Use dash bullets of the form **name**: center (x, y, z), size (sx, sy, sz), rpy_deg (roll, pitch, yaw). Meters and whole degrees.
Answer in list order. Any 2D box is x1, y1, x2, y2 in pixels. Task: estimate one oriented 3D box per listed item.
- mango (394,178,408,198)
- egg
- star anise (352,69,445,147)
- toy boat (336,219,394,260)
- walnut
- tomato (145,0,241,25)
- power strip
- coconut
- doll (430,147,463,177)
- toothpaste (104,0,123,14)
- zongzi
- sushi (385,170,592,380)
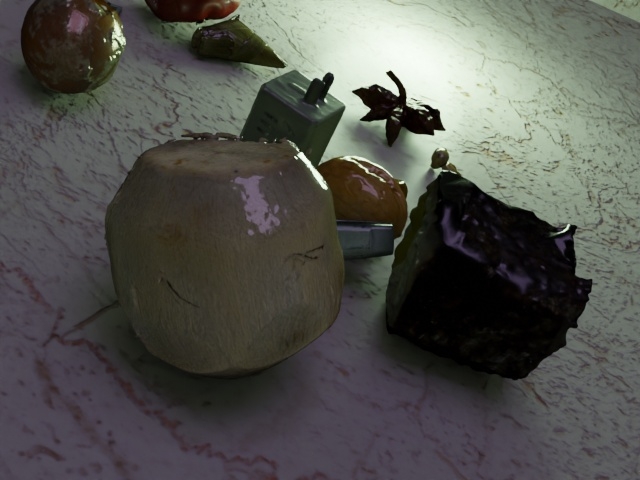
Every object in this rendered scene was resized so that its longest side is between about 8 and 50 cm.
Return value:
- **mango**: center (0.139, -0.087, 2.034), size (0.063, 0.077, 0.127), rpy_deg (39, 30, 11)
- **egg**: center (-0.465, -0.373, 1.904), size (0.195, 0.195, 0.233), rpy_deg (19, 34, -12)
- **star anise**: center (0.187, -0.292, 2.314), size (0.212, 0.111, 0.196), rpy_deg (16, 43, -28)
- **toy boat**: center (0.000, 0.000, 1.798), size (0.261, 0.078, 0.085), rpy_deg (-1, 1, -3)
- **walnut**: center (0.070, -0.072, 1.906), size (0.207, 0.159, 0.159), rpy_deg (37, 36, 10)
- **tomato**: center (-0.286, -0.527, 2.266), size (0.228, 0.101, 0.228), rpy_deg (3, 17, -1)
- **power strip**: center (-0.049, -0.243, 1.979), size (0.140, 0.224, 0.139), rpy_deg (36, 36, 14)
- **coconut**: center (-0.137, 0.035, 1.491), size (0.346, 0.360, 0.346), rpy_deg (-2, 21, 1)
- **doll**: center (0.285, -0.164, 2.251), size (0.093, 0.051, 0.061), rpy_deg (34, 29, 8)
- **toothpaste**: center (-0.471, -0.459, 2.146), size (0.067, 0.037, 0.255), rpy_deg (19, 32, -11)
- **zongzi**: center (-0.183, -0.417, 2.249), size (0.176, 0.078, 0.160), rpy_deg (42, 42, 14)
- **sushi**: center (0.271, 0.070, 1.744), size (0.294, 0.299, 0.281), rpy_deg (20, 58, -7)
